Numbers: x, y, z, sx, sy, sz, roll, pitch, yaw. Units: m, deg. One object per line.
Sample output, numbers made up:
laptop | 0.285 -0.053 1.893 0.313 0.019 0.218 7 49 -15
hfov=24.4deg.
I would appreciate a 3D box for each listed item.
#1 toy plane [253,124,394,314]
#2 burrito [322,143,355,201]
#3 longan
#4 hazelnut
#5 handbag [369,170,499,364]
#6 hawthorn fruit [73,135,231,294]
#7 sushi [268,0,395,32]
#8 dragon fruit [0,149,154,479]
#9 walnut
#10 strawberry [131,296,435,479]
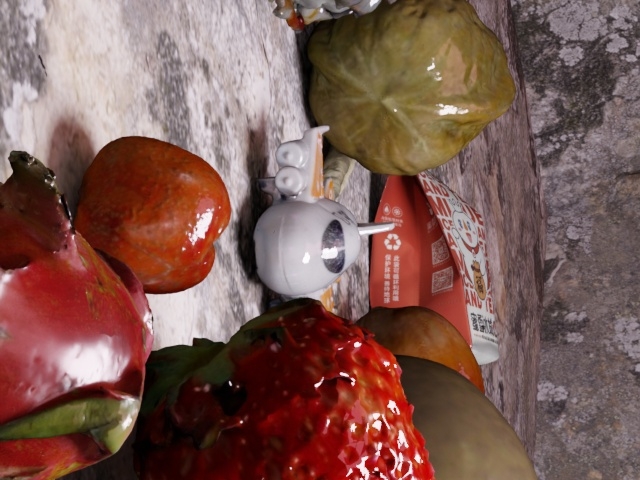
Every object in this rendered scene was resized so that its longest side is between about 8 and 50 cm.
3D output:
toy plane | 0.000 0.000 1.573 0.244 0.117 0.245 -2 90 -75
burrito | 0.014 -0.076 1.791 0.045 0.041 0.185 -54 -173 30
longan | 0.074 0.264 1.454 0.319 0.319 0.319 -4 90 -75
hazelnut | 0.099 0.188 1.811 0.186 0.210 0.210 -56 147 -28
handbag | 0.153 0.029 2.067 0.171 0.151 0.298 23 61 -67
hawthorn fruit | -0.128 -0.017 1.114 0.128 0.128 0.128 -4 90 -75
sushi | -0.012 -0.411 1.507 0.417 0.175 0.418 -4 90 -75
dragon fruit | -0.202 0.034 0.771 0.269 0.198 0.200 42 3 -32
walnut | 0.109 -0.202 1.793 0.283 0.283 0.227 -57 166 -65
strawberry | -0.021 0.198 1.153 0.288 0.238 0.250 63 7 -9
